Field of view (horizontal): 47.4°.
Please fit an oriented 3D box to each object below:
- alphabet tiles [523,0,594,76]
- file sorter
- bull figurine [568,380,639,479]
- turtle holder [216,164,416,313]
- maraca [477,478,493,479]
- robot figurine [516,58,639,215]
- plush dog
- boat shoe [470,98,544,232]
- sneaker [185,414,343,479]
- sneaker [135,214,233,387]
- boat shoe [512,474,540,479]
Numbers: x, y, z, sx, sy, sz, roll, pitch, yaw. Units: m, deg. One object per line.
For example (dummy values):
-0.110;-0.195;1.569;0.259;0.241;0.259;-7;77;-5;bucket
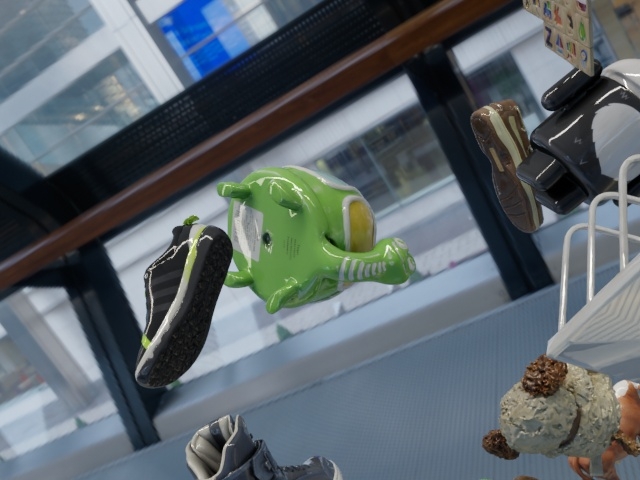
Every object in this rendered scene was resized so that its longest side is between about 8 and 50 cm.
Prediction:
0.324;-0.357;1.018;0.009;0.198;0.237;-15;30;1;alphabet tiles
0.353;0.004;0.645;0.277;0.193;0.173;106;180;-59;file sorter
0.660;0.427;1.606;0.310;0.188;0.101;-38;16;-23;bull figurine
-0.008;-0.017;1.220;0.228;0.243;0.320;-8;-7;-40;turtle holder
0.306;0.487;1.211;0.099;0.185;0.127;-10;-30;-42;maraca
0.460;-0.167;1.189;0.278;0.173;0.209;-42;-32;6;robot figurine
0.397;0.299;1.238;0.210;0.226;0.262;50;126;52;plush dog
0.374;-0.141;1.357;0.095;0.257;0.095;-30;19;-14;boat shoe
-0.061;0.259;0.834;0.086;0.163;0.226;-34;-2;19;sneaker
-0.195;0.079;0.969;0.097;0.084;0.234;14;73;29;sneaker
0.510;0.601;1.416;0.342;0.123;0.123;27;17;31;boat shoe
